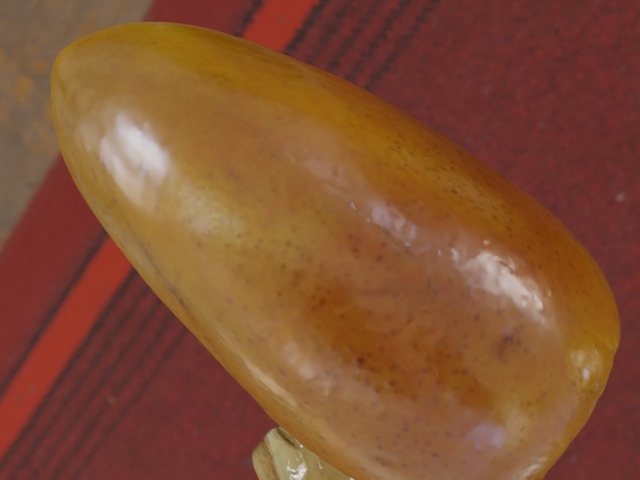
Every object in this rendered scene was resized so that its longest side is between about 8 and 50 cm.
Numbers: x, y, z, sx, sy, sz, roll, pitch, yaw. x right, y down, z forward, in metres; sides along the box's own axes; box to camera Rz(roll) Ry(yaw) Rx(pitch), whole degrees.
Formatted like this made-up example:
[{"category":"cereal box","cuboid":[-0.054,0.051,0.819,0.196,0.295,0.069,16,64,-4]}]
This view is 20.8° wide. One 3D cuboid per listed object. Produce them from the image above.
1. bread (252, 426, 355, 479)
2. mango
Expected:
[{"category":"bread","cuboid":[0.020,0.187,1.179,0.134,0.085,0.173,127,124,-72]},{"category":"mango","cuboid":[0.000,0.000,0.679,0.252,0.154,0.126,38,106,5]}]
